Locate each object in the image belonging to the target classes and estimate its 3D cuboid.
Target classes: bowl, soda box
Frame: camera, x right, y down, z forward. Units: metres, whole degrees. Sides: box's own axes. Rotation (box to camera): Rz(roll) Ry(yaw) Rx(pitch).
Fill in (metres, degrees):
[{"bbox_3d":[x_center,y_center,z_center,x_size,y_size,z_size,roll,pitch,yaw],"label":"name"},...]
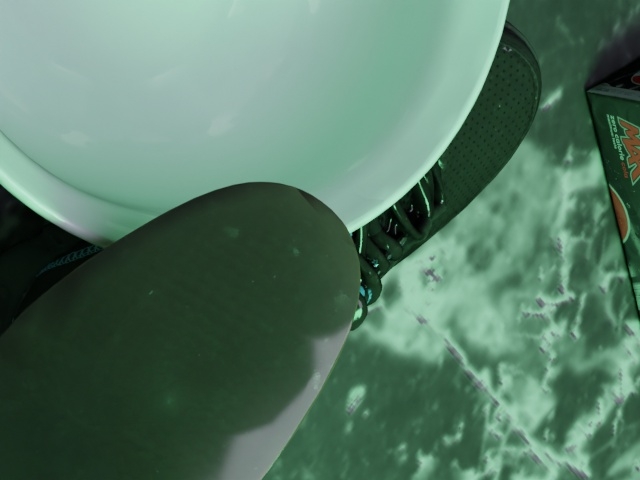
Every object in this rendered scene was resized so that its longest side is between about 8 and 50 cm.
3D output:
[{"bbox_3d":[-0.070,-0.138,0.835,0.298,0.134,0.298,-1,92,-29],"label":"bowl"},{"bbox_3d":[0.212,-0.021,1.129,0.053,0.060,0.169,-30,117,-28],"label":"soda box"}]

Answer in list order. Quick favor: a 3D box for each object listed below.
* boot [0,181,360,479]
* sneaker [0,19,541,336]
[{"bbox_3d":[-0.097,0.100,0.780,0.112,0.115,0.305,40,92,6],"label":"boot"},{"bbox_3d":[0.000,0.000,0.931,0.341,0.140,0.125,-36,120,-24],"label":"sneaker"}]
